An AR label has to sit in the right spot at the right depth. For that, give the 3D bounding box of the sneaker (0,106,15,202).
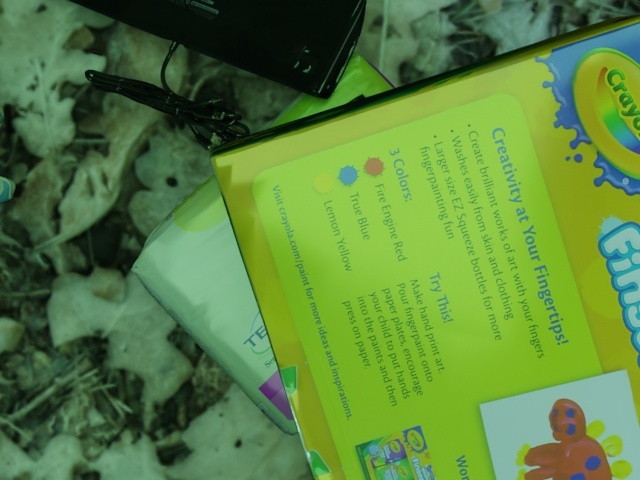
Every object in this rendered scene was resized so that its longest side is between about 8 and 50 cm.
[{"bbox_3d":[-0.349,-0.136,1.674,0.092,0.087,0.229,-12,93,-5],"label":"sneaker"}]

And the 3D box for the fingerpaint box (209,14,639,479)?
[{"bbox_3d":[0.150,0.079,1.464,0.371,0.163,0.445,-18,97,0],"label":"fingerpaint box"}]

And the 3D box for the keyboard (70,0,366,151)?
[{"bbox_3d":[-0.121,-0.196,1.639,0.317,0.033,0.201,23,81,24],"label":"keyboard"}]

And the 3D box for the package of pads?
[{"bbox_3d":[0.000,0.000,1.636,0.296,0.101,0.229,-44,86,-1],"label":"package of pads"}]

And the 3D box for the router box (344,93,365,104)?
[{"bbox_3d":[0.030,-0.018,1.562,0.133,0.046,0.179,-33,89,0],"label":"router box"}]

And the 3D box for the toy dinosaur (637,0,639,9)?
[{"bbox_3d":[0.301,-0.301,1.573,0.164,0.218,0.322,-28,128,-14],"label":"toy dinosaur"}]
